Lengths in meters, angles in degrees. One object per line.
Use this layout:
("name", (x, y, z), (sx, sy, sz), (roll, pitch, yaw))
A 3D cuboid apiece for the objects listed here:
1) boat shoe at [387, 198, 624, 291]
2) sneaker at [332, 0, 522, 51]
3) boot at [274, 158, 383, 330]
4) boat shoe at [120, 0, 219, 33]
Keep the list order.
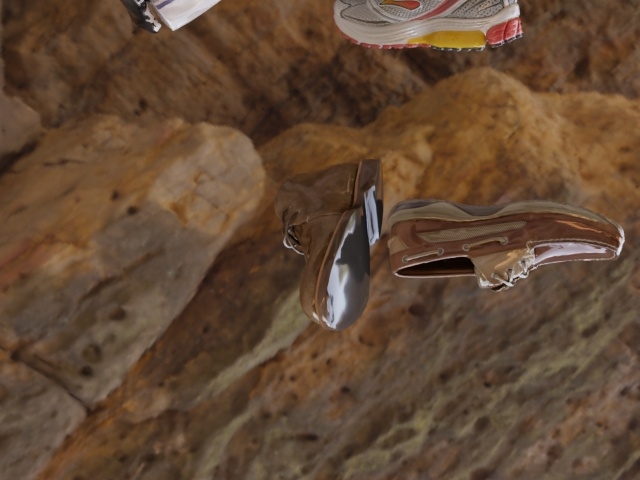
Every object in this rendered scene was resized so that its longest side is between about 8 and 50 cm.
("boat shoe", (0.247, 0.015, 1.141), (0.325, 0.123, 0.116), (1, -111, 25))
("sneaker", (0.107, -0.251, 0.861), (0.225, 0.092, 0.088), (11, -152, 39))
("boot", (0.000, 0.000, 0.904), (0.115, 0.112, 0.305), (1, -152, 9))
("boat shoe", (-0.071, -0.346, 0.755), (0.341, 0.158, 0.127), (-37, -138, 0))
